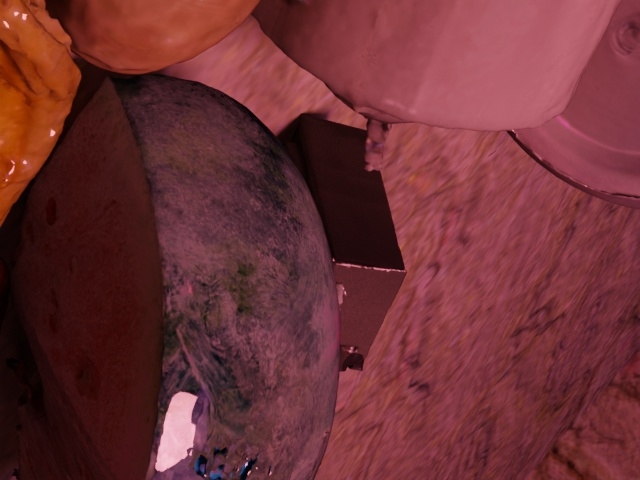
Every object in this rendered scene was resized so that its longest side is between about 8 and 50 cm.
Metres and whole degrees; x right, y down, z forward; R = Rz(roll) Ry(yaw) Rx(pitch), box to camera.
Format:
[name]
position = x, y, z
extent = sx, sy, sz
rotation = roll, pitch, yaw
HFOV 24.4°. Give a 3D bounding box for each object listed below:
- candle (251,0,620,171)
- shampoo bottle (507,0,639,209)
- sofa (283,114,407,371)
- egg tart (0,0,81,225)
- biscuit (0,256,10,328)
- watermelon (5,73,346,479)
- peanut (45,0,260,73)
[candle]
position = 0.059, -0.142, 0.700
extent = 0.187, 0.187, 0.330
rotation = -30, 151, -48
[shampoo bottle]
position = 0.236, -0.166, 0.931
extent = 0.266, 0.273, 0.273
rotation = -43, 160, -53
[sofa]
position = 0.000, 0.000, 0.891
extent = 0.147, 0.060, 0.085
rotation = -102, -153, -50
[egg tart]
position = -0.179, -0.035, 0.457
extent = 0.241, 0.106, 0.241
rotation = -43, 160, -20
[biscuit]
position = -0.196, 0.083, 0.651
extent = 0.192, 0.049, 0.192
rotation = 22, 90, -88
[watermelon]
position = -0.049, 0.083, 0.748
extent = 0.175, 0.188, 0.322
rotation = -20, 146, -23
[peanut]
position = -0.042, -0.168, 0.573
extent = 0.104, 0.085, 0.228
rotation = 5, 121, -46
